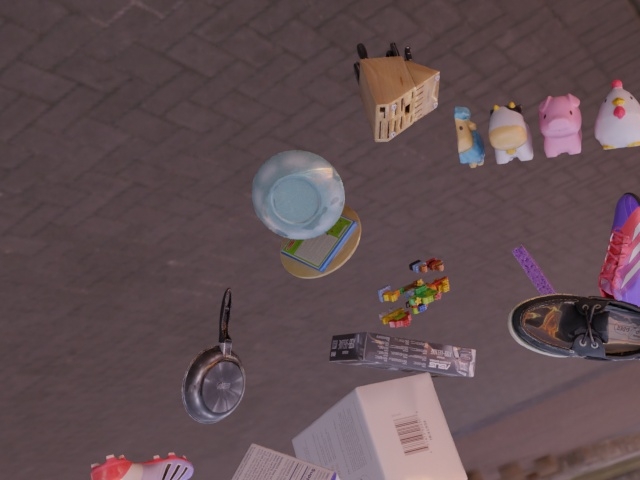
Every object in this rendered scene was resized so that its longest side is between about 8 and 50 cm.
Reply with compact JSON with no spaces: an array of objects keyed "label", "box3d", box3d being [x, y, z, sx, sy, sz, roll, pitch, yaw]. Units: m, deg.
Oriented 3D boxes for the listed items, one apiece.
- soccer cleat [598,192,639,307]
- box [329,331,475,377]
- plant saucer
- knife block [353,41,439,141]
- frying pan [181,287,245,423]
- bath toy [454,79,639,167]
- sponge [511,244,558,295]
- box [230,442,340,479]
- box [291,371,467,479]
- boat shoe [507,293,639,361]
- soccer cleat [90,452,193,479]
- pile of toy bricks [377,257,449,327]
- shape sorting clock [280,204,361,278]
[{"label":"soccer cleat","box3d":[0.664,0.056,1.931,0.117,0.318,0.108,-9,-166,-9]},{"label":"box","box3d":[0.209,0.298,2.281,0.308,0.076,0.242,11,168,-19]},{"label":"plant saucer","box3d":[-0.049,-0.086,1.800,0.195,0.194,0.037,-25,-164,16]},{"label":"knife block","box3d":[0.118,-0.332,1.880,0.276,0.242,0.088,-38,140,-38]},{"label":"frying pan","box3d":[-0.231,0.306,2.219,0.053,0.326,0.197,7,154,45]},{"label":"bath toy","box3d":[0.434,-0.220,1.664,0.349,0.128,0.151,-6,-174,16]},{"label":"sponge","box3d":[0.494,0.112,1.918,0.031,0.210,0.117,-36,135,12]},{"label":"box","box3d":[-0.055,0.355,1.171,0.137,0.126,0.072,11,144,29]},{"label":"box","box3d":[0.102,0.426,1.726,0.168,0.214,0.345,-7,156,-28]},{"label":"boat shoe","box3d":[0.526,0.164,1.650,0.340,0.127,0.113,13,165,-10]},{"label":"soccer cleat","box3d":[-0.321,0.447,1.623,0.083,0.095,0.248,-30,153,21]},{"label":"pile of toy bricks","box3d":[0.243,0.126,2.113,0.212,0.118,0.105,-25,-154,-27]},{"label":"shape sorting clock","box3d":[0.000,0.000,2.032,0.206,0.206,0.040,-24,141,11]}]
